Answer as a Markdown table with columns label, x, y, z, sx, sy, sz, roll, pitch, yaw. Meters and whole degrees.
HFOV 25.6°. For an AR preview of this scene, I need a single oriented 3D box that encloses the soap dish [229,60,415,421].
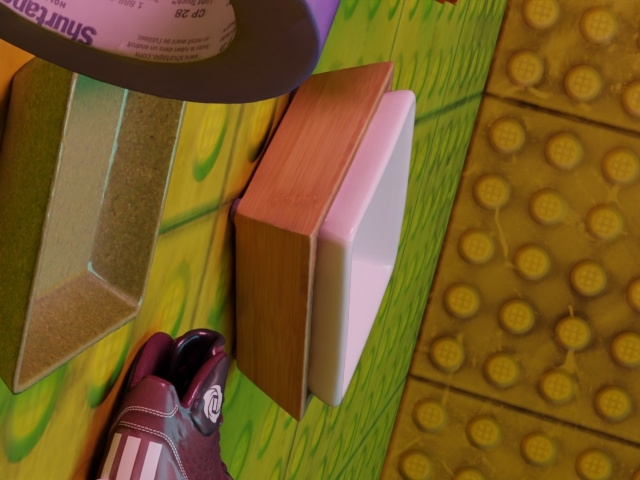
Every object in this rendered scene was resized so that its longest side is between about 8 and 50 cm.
| label | x | y | z | sx | sy | sz | roll | pitch | yaw |
| --- | --- | --- | --- | --- | --- | --- | --- | --- | --- |
| soap dish | 0.000 | 0.000 | 1.345 | 0.291 | 0.118 | 0.229 | 94 | 16 | -50 |

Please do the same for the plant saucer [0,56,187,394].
| label | x | y | z | sx | sy | sz | roll | pitch | yaw |
| --- | --- | --- | --- | --- | --- | --- | --- | --- | --- |
| plant saucer | -0.133 | -0.031 | 0.783 | 0.188 | 0.045 | 0.188 | -38 | 143 | -73 |

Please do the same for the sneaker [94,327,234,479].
| label | x | y | z | sx | sy | sz | roll | pitch | yaw |
| --- | --- | --- | --- | --- | --- | --- | --- | --- | --- |
| sneaker | -0.095 | 0.154 | 1.121 | 0.281 | 0.106 | 0.163 | 45 | 58 | -78 |

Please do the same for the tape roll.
| label | x | y | z | sx | sy | sz | roll | pitch | yaw |
| --- | --- | --- | --- | --- | --- | --- | --- | --- | --- |
| tape roll | -0.077 | -0.131 | 0.521 | 0.189 | 0.189 | 0.080 | 78 | 28 | -69 |

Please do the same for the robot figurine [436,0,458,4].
| label | x | y | z | sx | sy | sz | roll | pitch | yaw |
| --- | --- | --- | --- | --- | --- | --- | --- | --- | --- |
| robot figurine | 0.106 | -0.357 | 1.170 | 0.085 | 0.211 | 0.291 | 125 | -11 | -87 |
